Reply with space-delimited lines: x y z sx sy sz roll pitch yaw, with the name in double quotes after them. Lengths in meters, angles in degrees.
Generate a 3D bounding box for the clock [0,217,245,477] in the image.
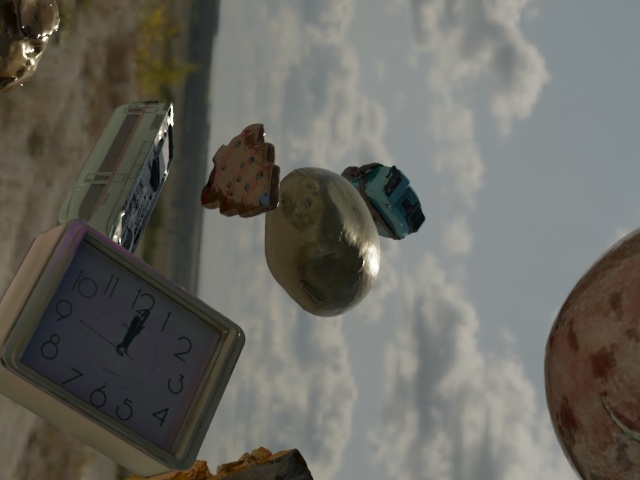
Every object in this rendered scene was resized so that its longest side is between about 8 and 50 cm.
-0.172 0.090 1.117 0.071 0.192 0.147 -21 -141 51 "clock"

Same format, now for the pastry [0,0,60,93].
-0.284 -0.175 0.933 0.100 0.229 0.218 -59 160 2 "pastry"

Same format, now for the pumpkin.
-0.131 0.329 1.609 0.190 0.280 0.139 -94 162 -83 "pumpkin"

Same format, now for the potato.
0.000 0.000 1.809 0.178 0.160 0.235 56 -3 32 "potato"

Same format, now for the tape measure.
0.096 -0.065 2.123 0.081 0.125 0.146 -53 127 -23 "tape measure"

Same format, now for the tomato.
0.355 0.120 1.160 0.282 0.317 0.316 -97 -167 -68 "tomato"

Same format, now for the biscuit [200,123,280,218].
-0.086 -0.072 1.534 0.130 0.019 0.119 41 -78 45 "biscuit"

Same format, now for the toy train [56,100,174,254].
-0.245 -0.047 1.554 0.407 0.088 0.086 -81 174 -61 "toy train"
